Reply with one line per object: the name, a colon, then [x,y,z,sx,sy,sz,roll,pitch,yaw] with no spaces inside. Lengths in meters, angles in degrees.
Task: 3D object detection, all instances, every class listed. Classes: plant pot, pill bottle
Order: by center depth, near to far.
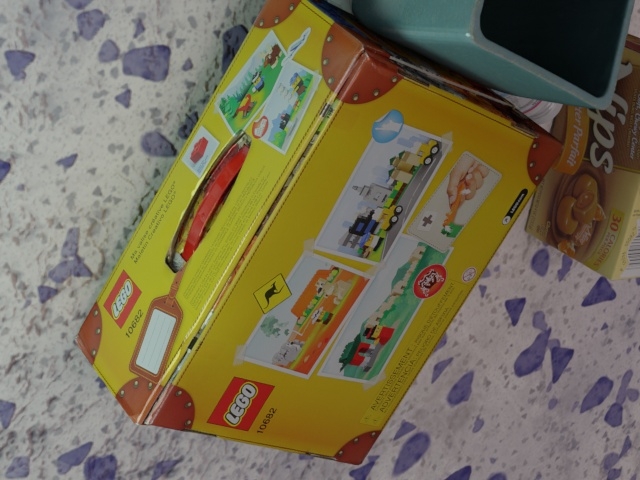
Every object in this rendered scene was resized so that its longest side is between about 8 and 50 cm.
plant pot: [0.180,-0.298,1.658,0.248,0.252,0.247,19,82,-42]
pill bottle: [0.257,-0.218,1.978,0.160,0.087,0.087,31,92,-44]

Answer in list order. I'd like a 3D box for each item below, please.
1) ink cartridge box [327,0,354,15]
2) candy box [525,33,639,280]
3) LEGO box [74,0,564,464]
ink cartridge box: [0.159,-0.403,1.816,0.371,0.069,0.176,-29,128,-20]
candy box: [0.414,-0.123,2.087,0.087,0.183,0.316,-3,115,-38]
LEGO box: [0.000,0.000,1.778,0.372,0.193,0.500,19,108,-43]
